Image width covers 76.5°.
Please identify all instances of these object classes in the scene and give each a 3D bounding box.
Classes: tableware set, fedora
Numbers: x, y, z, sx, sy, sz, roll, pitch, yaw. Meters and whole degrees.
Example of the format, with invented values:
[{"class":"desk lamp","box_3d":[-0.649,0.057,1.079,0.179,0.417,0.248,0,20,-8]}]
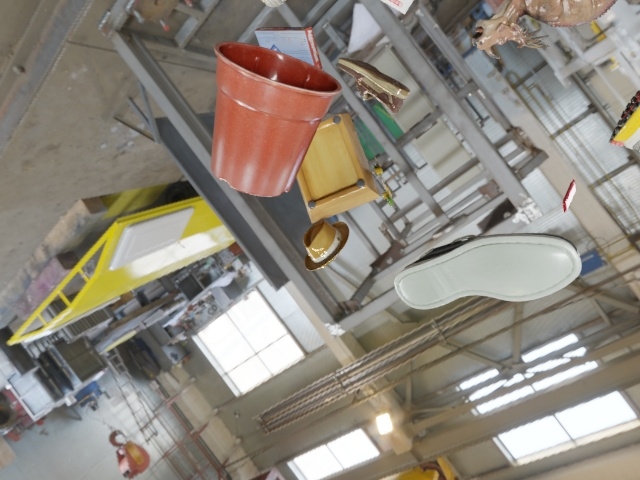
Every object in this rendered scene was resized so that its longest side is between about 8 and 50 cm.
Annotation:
[{"class":"tableware set","box_3d":[0.190,-0.175,1.251,0.024,0.103,0.154,-23,140,5]},{"class":"fedora","box_3d":[0.000,0.000,1.257,0.194,0.079,0.194,-36,-152,23]}]

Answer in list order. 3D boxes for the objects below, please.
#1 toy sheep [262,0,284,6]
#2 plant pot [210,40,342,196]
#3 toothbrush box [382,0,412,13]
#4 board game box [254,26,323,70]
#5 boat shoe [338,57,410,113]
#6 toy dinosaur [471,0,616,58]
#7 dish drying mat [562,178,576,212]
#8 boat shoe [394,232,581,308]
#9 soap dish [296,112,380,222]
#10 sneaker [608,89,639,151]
[{"class":"toy sheep","box_3d":[-0.158,-0.862,1.413,0.132,0.091,0.091,4,-154,36]},{"class":"plant pot","box_3d":[-0.125,-0.261,0.915,0.272,0.273,0.264,-36,154,-53]},{"class":"toothbrush box","box_3d":[0.164,-0.743,1.038,0.122,0.207,0.283,129,-25,-48]},{"class":"board game box","box_3d":[-0.094,-0.550,1.199,0.027,0.145,0.281,-35,-140,-20]},{"class":"boat shoe","box_3d":[0.192,-0.617,1.618,0.123,0.342,0.123,-27,148,-48]},{"class":"toy dinosaur","box_3d":[0.478,-0.473,0.811,0.127,0.200,0.296,-23,-147,-36]},{"class":"dish drying mat","box_3d":[0.544,-0.098,0.888,0.008,0.032,0.083,4,-137,45]},{"class":"boat shoe","box_3d":[0.253,0.037,0.651,0.303,0.114,0.091,-15,-164,48]},{"class":"soap dish","box_3d":[0.026,-0.228,1.253,0.229,0.290,0.118,-21,171,12]},{"class":"sneaker","box_3d":[0.456,-0.190,0.486,0.088,0.093,0.225,-55,161,-19]}]
